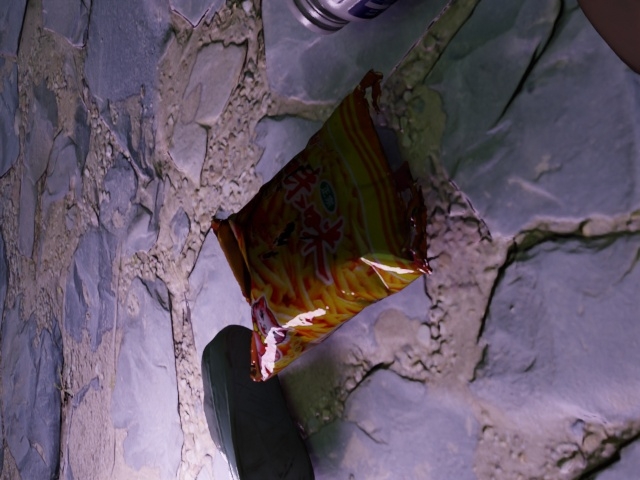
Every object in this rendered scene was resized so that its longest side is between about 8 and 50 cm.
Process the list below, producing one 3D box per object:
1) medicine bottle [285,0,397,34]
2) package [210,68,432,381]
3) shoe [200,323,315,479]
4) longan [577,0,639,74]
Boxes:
[{"bbox_3d":[0.051,-0.277,0.651,0.191,0.107,0.106,-25,71,46],"label":"medicine bottle"},{"bbox_3d":[-0.001,-0.006,0.715,0.288,0.108,0.223,-36,57,34],"label":"package"},{"bbox_3d":[-0.086,0.224,0.811,0.100,0.103,0.251,-44,52,39],"label":"shoe"},{"bbox_3d":[0.254,-0.193,0.289,0.319,0.319,0.318,-1,89,49],"label":"longan"}]
